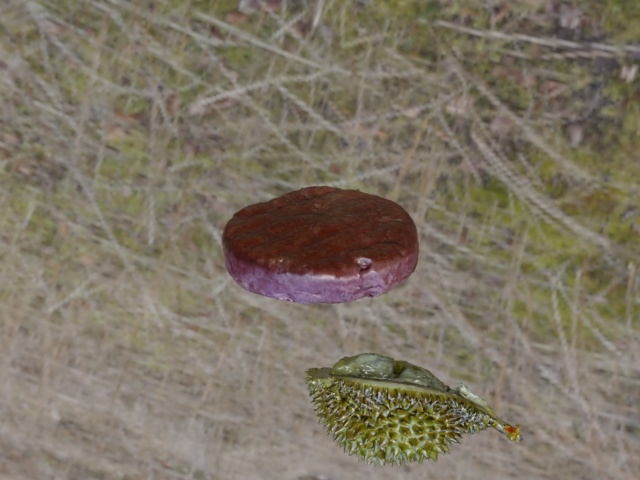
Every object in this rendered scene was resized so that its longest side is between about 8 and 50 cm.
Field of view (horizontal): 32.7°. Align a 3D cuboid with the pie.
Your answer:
[{"bbox_3d":[0.000,0.000,0.974,0.182,0.182,0.049,9,120,20],"label":"pie"}]

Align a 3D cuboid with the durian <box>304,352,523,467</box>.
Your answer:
[{"bbox_3d":[0.089,0.167,1.029,0.208,0.102,0.146,9,-175,17],"label":"durian"}]
